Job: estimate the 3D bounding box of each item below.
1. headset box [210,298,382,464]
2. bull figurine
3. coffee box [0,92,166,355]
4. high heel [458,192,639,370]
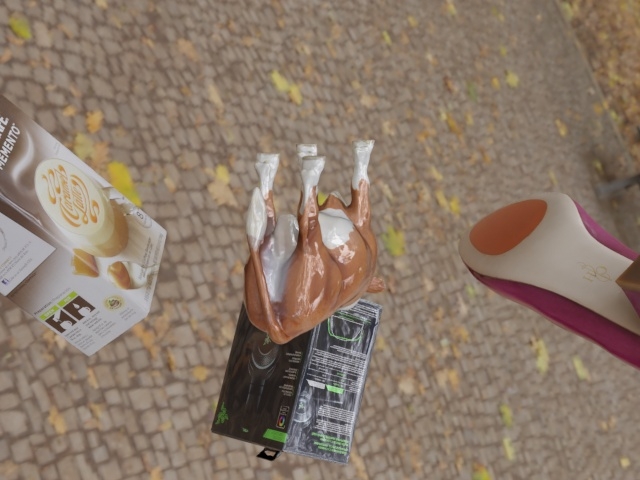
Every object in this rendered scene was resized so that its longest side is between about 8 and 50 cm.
[{"bbox_3d":[-0.046,0.224,1.676,0.131,0.246,0.283,19,79,-32],"label":"headset box"},{"bbox_3d":[0.000,0.000,1.002,0.310,0.101,0.188,-39,128,-74],"label":"bull figurine"},{"bbox_3d":[-0.286,-0.017,1.037,0.246,0.098,0.141,42,28,-28],"label":"coffee box"},{"bbox_3d":[0.267,0.066,0.959,0.181,0.127,0.377,52,-8,-21],"label":"high heel"}]
